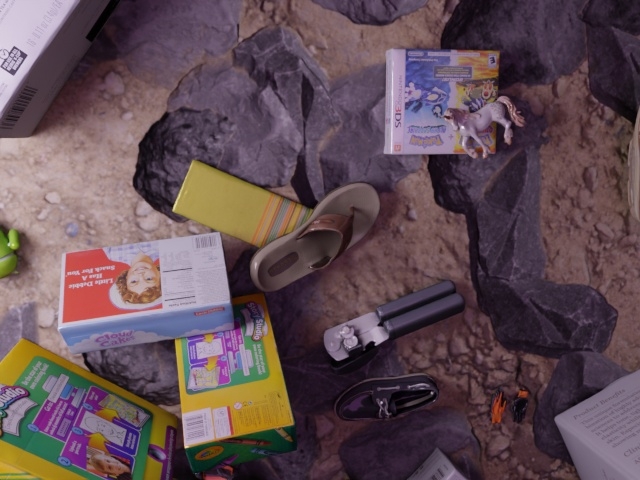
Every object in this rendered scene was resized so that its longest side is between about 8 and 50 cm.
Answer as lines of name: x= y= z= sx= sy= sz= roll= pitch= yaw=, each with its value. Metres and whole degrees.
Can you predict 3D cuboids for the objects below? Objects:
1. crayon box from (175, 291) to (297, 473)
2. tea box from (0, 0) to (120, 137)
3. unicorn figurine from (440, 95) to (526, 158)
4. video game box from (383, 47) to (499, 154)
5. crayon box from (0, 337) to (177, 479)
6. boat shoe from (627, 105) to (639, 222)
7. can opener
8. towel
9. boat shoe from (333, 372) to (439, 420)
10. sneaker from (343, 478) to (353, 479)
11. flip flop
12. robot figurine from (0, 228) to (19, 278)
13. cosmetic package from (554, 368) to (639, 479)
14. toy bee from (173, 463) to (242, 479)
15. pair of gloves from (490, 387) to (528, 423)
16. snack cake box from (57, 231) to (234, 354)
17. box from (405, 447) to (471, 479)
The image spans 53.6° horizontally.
crayon box: x=-0.146 y=0.221 z=1.041 sx=0.166 sy=0.278 sz=0.081 roll=-10 pitch=134 yaw=-9
tea box: x=-0.498 y=-0.370 z=0.905 sx=0.324 sy=0.220 sz=0.329 roll=34 pitch=92 yaw=-13
unicorn figurine: x=0.279 y=-0.203 z=1.119 sx=0.162 sy=0.060 sz=0.111 roll=-34 pitch=105 yaw=-21
video game box: x=0.219 y=-0.249 z=1.147 sx=0.205 sy=0.048 sz=0.187 roll=-2 pitch=102 yaw=-10
crayon box: x=-0.385 y=0.317 z=0.965 sx=0.313 sy=0.363 sz=0.106 roll=31 pitch=93 yaw=-14
boat shoe: x=0.641 y=-0.176 z=1.214 sx=0.109 sy=0.098 sz=0.302 roll=0 pitch=102 yaw=3
can opener: x=0.137 y=0.159 z=1.197 sx=0.280 sy=0.074 sz=0.093 roll=-24 pitch=137 yaw=-4
towel: x=-0.134 y=-0.052 z=1.129 sx=0.237 sy=0.021 sz=0.102 roll=23 pitch=91 yaw=-13
boat shoe: x=0.128 y=0.304 z=1.211 sx=0.206 sy=0.065 sz=0.075 roll=-13 pitch=101 yaw=-8
sneaker: x=-0.010 y=0.584 z=1.220 sx=0.123 sy=0.106 sz=0.290 roll=45 pitch=78 yaw=-11
flip flop: x=0.000 y=0.000 z=1.113 sx=0.277 sy=0.080 sz=0.112 roll=-34 pitch=114 yaw=-15
robot figurine: x=-0.546 y=0.015 z=1.038 sx=0.101 sy=0.067 sz=0.115 roll=-27 pitch=103 yaw=-4
cosmetic package: x=0.725 y=0.459 z=1.178 sx=0.330 sy=0.394 sz=0.327 roll=-27 pitch=102 yaw=-5
toy bee: x=-0.180 y=0.440 z=1.151 sx=0.195 sy=0.162 sz=0.298 roll=25 pitch=119 yaw=-21
pair of gloves: x=0.385 y=0.338 z=1.293 sx=0.083 sy=0.010 sz=0.074 roll=4 pitch=97 yaw=-14
snack cake box: x=-0.283 y=0.085 z=1.046 sx=0.265 sy=0.152 sz=0.089 roll=-7 pitch=143 yaw=-9
box: x=0.241 y=0.487 z=1.244 sx=0.087 sy=0.102 sz=0.101 roll=44 pitch=89 yaw=-12
